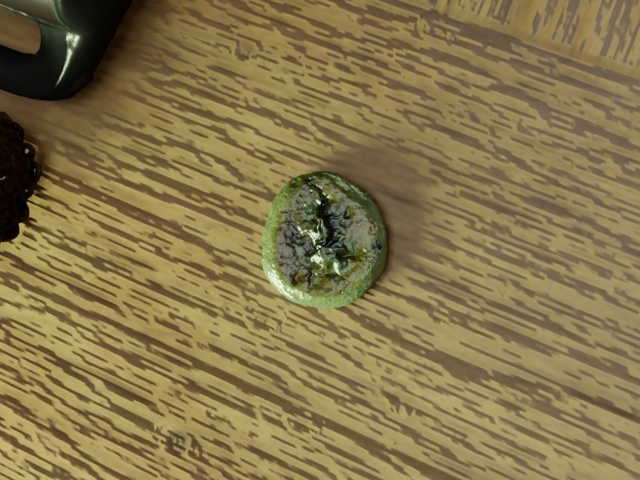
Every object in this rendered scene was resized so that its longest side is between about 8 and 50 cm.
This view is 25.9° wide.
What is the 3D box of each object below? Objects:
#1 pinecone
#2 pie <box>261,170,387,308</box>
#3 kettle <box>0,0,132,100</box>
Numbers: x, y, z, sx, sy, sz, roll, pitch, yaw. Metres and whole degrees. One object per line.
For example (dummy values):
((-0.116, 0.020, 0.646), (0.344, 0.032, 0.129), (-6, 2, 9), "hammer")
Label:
((-0.236, -0.047, 0.877), (0.109, 0.102, 0.102), (32, 98, 28), "pinecone")
((0.002, -0.001, 0.827), (0.084, 0.021, 0.084), (-1, 88, 19), "pie")
((-0.218, -0.203, 0.857), (0.232, 0.144, 0.202), (34, 118, 15), "kettle")
